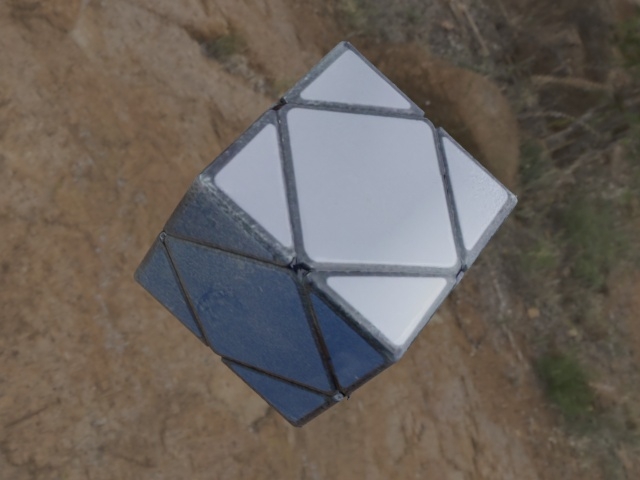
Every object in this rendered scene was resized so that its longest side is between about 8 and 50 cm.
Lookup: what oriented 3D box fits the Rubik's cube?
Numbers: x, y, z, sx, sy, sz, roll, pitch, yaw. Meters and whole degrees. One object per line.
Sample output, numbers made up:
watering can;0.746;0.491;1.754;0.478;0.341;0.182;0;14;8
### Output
Rubik's cube;0.000;0.000;0.865;0.205;0.205;0.207;43;55;-1
